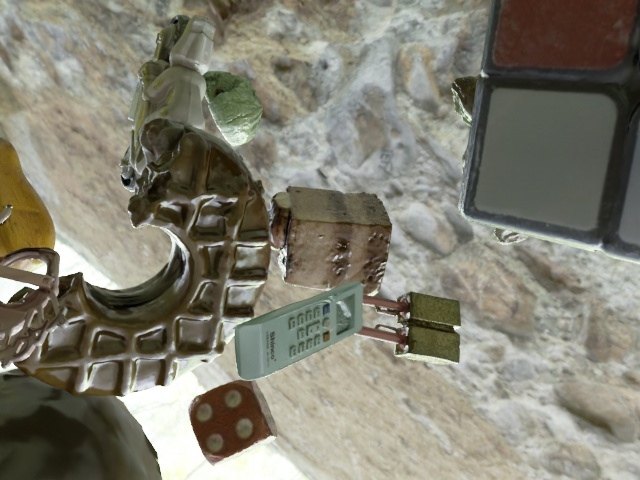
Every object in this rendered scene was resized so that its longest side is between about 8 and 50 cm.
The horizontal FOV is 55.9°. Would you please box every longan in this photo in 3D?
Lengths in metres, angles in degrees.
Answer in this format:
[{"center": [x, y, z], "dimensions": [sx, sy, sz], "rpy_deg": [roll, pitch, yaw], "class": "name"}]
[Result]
[{"center": [-0.435, 0.378, 0.856], "dimensions": [0.404, 0.404, 0.435], "rpy_deg": [12, -33, 42], "class": "longan"}]

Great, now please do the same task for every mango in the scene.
[{"center": [-0.666, -0.068, 1.271], "dimensions": [0.120, 0.177, 0.294], "rpy_deg": [-19, -82, 18], "class": "mango"}]

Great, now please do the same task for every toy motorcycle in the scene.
[{"center": [-0.272, -0.232, 1.071], "dimensions": [0.223, 0.108, 0.340], "rpy_deg": [31, -76, 50], "class": "toy motorcycle"}]

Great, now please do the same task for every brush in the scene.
[{"center": [0.114, 0.126, 0.932], "dimensions": [0.234, 0.103, 0.047], "rpy_deg": [14, -23, -26], "class": "brush"}]

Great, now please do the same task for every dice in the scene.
[{"center": [-0.217, 0.449, 1.514], "dimensions": [0.173, 0.179, 0.175], "rpy_deg": [63, 0, 19], "class": "dice"}]

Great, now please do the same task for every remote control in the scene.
[{"center": [-0.018, 0.088, 0.617], "dimensions": [0.029, 0.162, 0.061], "rpy_deg": [19, -65, 42], "class": "remote control"}]

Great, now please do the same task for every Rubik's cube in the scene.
[{"center": [0.371, -0.151, 0.629], "dimensions": [0.314, 0.319, 0.315], "rpy_deg": [17, -73, 39], "class": "Rubik's cube"}]

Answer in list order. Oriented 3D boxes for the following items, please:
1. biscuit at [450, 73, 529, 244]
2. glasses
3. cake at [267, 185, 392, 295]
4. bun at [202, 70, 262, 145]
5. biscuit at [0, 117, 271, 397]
[{"center": [0.367, -0.177, 1.132], "dimensions": [0.335, 0.078, 0.329], "rpy_deg": [37, -77, 3], "class": "biscuit"}, {"center": [-0.366, 0.054, 0.589], "dimensions": [0.256, 0.162, 0.095], "rpy_deg": [-1, -34, 9], "class": "glasses"}, {"center": [0.000, 0.000, 1.355], "dimensions": [0.293, 0.196, 0.198], "rpy_deg": [5, -60, -10], "class": "cake"}, {"center": [-0.223, -0.353, 1.554], "dimensions": [0.212, 0.127, 0.204], "rpy_deg": [62, -2, 9], "class": "bun"}, {"center": [-0.207, 0.045, 0.758], "dimensions": [0.268, 0.366, 0.115], "rpy_deg": [46, -2, -36], "class": "biscuit"}]
